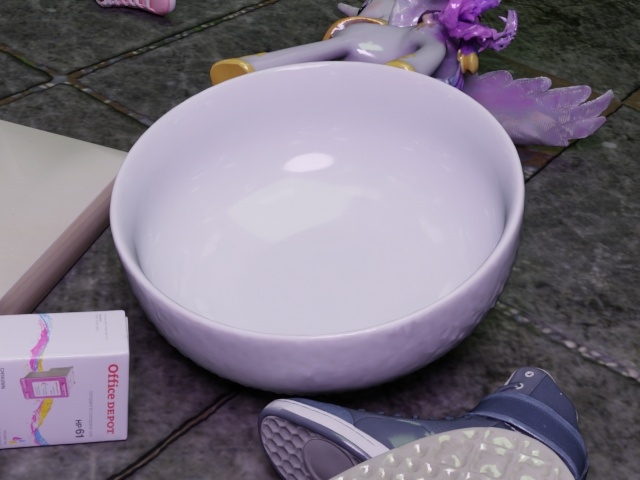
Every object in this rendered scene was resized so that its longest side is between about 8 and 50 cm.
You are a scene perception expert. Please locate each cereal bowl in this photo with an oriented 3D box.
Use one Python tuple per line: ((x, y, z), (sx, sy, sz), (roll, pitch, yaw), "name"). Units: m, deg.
((0.000, 0.000, 0.895), (0.338, 0.141, 0.339), (-3, 43, 2), "cereal bowl")

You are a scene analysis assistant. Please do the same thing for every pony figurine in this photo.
((0.111, -0.207, 1.151), (0.350, 0.303, 0.363), (5, 31, 28), "pony figurine")

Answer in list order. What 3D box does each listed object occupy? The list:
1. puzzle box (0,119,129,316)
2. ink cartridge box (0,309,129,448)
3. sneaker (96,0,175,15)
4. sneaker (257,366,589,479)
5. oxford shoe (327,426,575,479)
((-0.412, -0.047, 0.987), (0.408, 0.052, 0.272), (15, 35, 11), "puzzle box")
((-0.201, 0.102, 0.779), (0.122, 0.089, 0.052), (-3, 35, -15), "ink cartridge box")
((-0.258, -0.330, 1.431), (0.134, 0.051, 0.070), (30, 42, 34), "sneaker")
((0.082, 0.144, 0.775), (0.226, 0.086, 0.163), (22, 38, 19), "sneaker")
((-0.058, 0.238, 0.590), (0.449, 0.130, 0.169), (-17, 38, -9), "oxford shoe")
